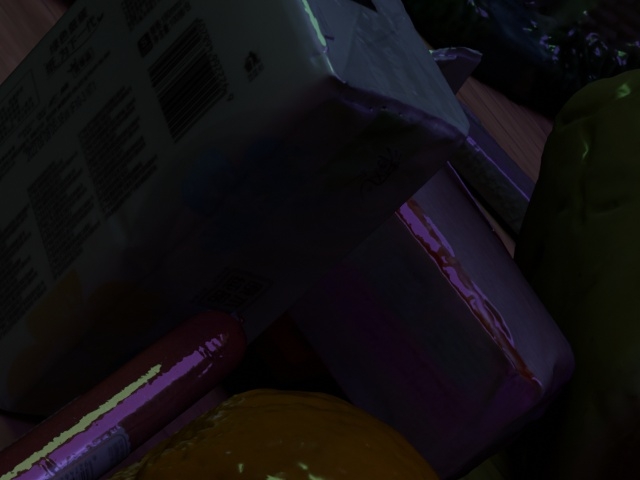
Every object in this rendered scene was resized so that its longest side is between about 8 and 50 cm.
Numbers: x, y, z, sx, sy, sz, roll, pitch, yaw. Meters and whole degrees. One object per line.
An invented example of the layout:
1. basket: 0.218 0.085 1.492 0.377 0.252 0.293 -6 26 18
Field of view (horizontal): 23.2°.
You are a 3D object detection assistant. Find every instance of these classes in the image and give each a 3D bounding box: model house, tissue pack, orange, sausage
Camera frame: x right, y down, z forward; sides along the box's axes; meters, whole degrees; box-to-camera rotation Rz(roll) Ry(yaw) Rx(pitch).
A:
1. model house: 0.234 -0.295 1.416 0.298 0.284 0.243 23 31 -38
2. tissue pack: -0.046 -0.036 0.718 0.145 0.229 0.159 18 38 -45
3. orange: -0.026 0.140 0.575 0.155 0.177 0.177 43 28 -2
4. sausage: -0.111 0.090 0.590 0.253 0.034 0.034 -34 81 -40

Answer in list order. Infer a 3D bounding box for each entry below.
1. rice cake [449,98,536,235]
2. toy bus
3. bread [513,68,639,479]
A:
1. rice cake: 0.126 -0.057 1.199 0.206 0.036 0.047 47 18 0
2. toy bus: 0.000 0.000 0.838 0.302 0.147 0.127 55 23 13
3. bread: 0.218 0.109 0.931 0.300 0.210 0.341 59 20 -45
